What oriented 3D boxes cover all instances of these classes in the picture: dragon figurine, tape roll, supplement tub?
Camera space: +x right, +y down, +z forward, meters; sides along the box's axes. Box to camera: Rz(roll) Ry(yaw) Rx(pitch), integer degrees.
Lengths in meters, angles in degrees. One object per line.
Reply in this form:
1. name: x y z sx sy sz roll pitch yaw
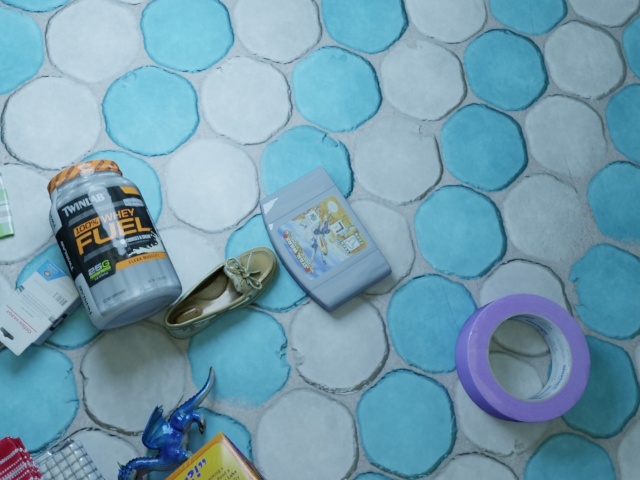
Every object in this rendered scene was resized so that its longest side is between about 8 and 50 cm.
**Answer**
1. dragon figurine: -0.308 0.379 1.322 0.144 0.085 0.289 16 75 -3
2. tape roll: 0.441 0.258 1.447 0.275 0.090 0.275 2 74 -7
3. supplement tub: -0.428 0.006 1.350 0.193 0.193 0.316 -25 80 -13

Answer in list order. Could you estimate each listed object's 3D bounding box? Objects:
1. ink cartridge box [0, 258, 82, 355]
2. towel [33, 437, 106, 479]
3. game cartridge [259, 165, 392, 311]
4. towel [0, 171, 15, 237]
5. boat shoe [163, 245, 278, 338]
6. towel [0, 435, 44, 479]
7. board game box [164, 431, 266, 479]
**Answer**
1. ink cartridge box: -0.585 0.142 1.363 0.104 0.060 0.180 41 74 4
2. towel: -0.514 0.543 1.240 0.284 0.121 0.235 -37 81 -13
3. game cartridge: 0.000 0.000 1.479 0.198 0.062 0.297 -31 81 -18
4. towel: -0.731 -0.070 1.420 0.113 0.023 0.152 -17 78 -10
5. boat shoe: -0.206 0.108 1.404 0.285 0.089 0.104 -39 83 -15
6. towel: -0.563 0.513 1.167 0.199 0.031 0.275 -33 80 -12
7. board game box: -0.146 0.617 1.073 0.356 0.356 0.356 -39 50 -14
